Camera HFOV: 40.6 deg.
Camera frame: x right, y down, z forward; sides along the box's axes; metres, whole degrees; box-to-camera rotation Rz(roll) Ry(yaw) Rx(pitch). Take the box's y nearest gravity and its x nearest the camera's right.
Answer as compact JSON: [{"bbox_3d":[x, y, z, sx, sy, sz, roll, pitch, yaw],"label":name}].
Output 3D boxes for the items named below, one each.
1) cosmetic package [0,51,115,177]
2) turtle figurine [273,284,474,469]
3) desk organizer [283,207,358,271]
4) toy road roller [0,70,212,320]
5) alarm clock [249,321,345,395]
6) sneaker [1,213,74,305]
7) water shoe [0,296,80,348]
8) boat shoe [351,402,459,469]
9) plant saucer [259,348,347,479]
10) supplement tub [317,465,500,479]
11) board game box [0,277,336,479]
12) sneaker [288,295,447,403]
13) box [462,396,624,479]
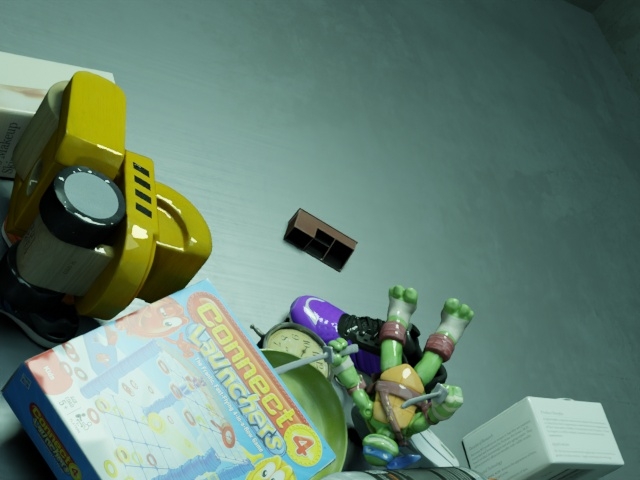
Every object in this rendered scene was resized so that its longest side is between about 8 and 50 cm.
[{"bbox_3d":[-0.467,-0.187,1.311,0.296,0.153,0.129,4,51,-35],"label":"cosmetic package"},{"bbox_3d":[0.115,0.175,1.259,0.275,0.197,0.266,48,50,-28],"label":"turtle figurine"},{"bbox_3d":[0.000,0.000,1.603,0.130,0.047,0.050,31,43,-13],"label":"desk organizer"},{"bbox_3d":[-0.287,-0.043,1.183,0.240,0.202,0.329,20,40,-32],"label":"toy road roller"},{"bbox_3d":[-0.029,0.204,1.381,0.192,0.064,0.129,16,46,-24],"label":"alarm clock"},{"bbox_3d":[-0.399,0.022,1.244,0.175,0.067,0.064,50,39,8],"label":"sneaker"},{"bbox_3d":[-0.414,0.063,1.182,0.203,0.080,0.073,36,40,-8],"label":"water shoe"},{"bbox_3d":[0.138,0.326,1.409,0.226,0.083,0.076,47,25,-10],"label":"boat shoe"},{"bbox_3d":[-0.075,0.279,1.250,0.241,0.037,0.241,9,69,-24],"label":"plant saucer"},{"bbox_3d":[0.138,0.419,1.220,0.316,0.193,0.194,7,51,-35],"label":"supplement tub"},{"bbox_3d":[-0.178,0.233,1.082,0.308,0.086,0.302,52,40,10],"label":"board game box"},{"bbox_3d":[0.091,0.167,1.446,0.293,0.146,0.102,37,40,-6],"label":"sneaker"},{"bbox_3d":[0.377,0.360,1.477,0.181,0.182,0.119,11,51,-32],"label":"box"}]
